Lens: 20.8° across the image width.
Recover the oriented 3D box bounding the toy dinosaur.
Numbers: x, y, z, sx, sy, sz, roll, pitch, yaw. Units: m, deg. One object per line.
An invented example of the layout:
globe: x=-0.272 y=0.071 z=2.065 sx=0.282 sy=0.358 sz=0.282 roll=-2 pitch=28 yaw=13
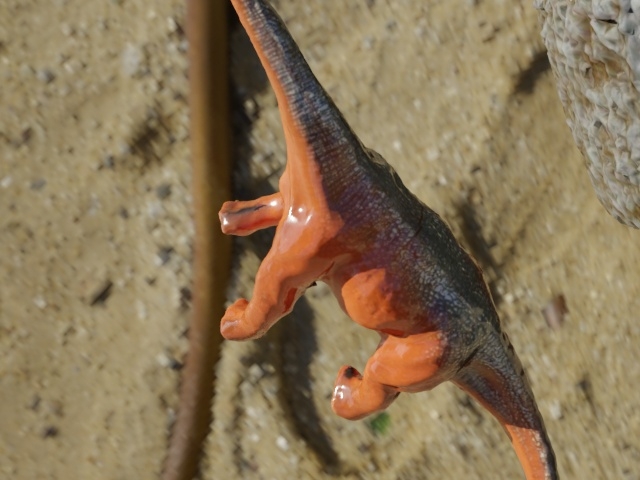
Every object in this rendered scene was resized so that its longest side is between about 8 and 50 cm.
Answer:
toy dinosaur: x=0.003 y=-0.004 z=0.551 sx=0.101 sy=0.279 sz=0.055 roll=-25 pitch=25 yaw=48

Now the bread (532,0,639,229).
bread: x=0.200 y=-0.057 z=0.574 sx=0.113 sy=0.165 sz=0.416 roll=-20 pitch=17 yaw=-15
